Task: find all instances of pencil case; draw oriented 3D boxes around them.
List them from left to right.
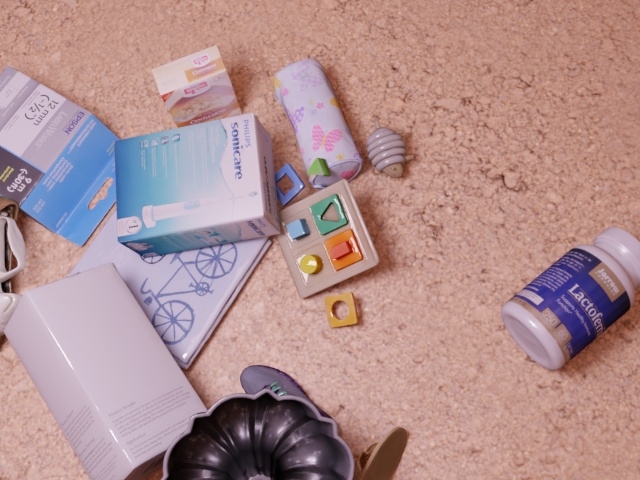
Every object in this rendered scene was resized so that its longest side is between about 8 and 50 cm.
[{"bbox_3d":[-0.009,-0.243,1.648,0.124,0.113,0.273,-26,69,11],"label":"pencil case"}]

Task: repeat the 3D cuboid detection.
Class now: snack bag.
[{"bbox_3d":[-0.320,0.046,1.613,0.342,0.037,0.323,27,74,16],"label":"snack bag"}]

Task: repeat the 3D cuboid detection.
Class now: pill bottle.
[{"bbox_3d":[0.478,0.102,1.461,0.264,0.153,0.153,-38,72,-9],"label":"pill bottle"}]

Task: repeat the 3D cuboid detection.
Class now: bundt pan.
[{"bbox_3d":[-0.111,0.405,1.333,0.330,0.124,0.331,0,89,-12],"label":"bundt pan"}]

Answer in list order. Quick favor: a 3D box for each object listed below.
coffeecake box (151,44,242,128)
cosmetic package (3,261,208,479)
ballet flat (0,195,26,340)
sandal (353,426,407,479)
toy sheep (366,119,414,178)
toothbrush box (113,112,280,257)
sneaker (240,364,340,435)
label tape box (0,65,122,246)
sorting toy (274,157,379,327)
[{"bbox_3d":[-0.254,-0.308,1.652,0.142,0.185,0.068,-21,70,-3],"label":"coffeecake box"},{"bbox_3d":[-0.382,0.243,1.426,0.197,0.155,0.366,-20,68,-47],"label":"cosmetic package"},{"bbox_3d":[-0.637,0.073,1.557,0.124,0.116,0.343,-3,81,19],"label":"ballet flat"},{"bbox_3d":[0.065,0.427,1.420,0.079,0.088,0.240,10,54,37],"label":"sandal"},{"bbox_3d":[0.138,-0.188,1.631,0.091,0.091,0.132,-21,75,-3],"label":"toy sheep"},{"bbox_3d":[-0.241,-0.105,1.552,0.295,0.126,0.217,-11,72,11],"label":"toothbrush box"},{"bbox_3d":[-0.058,0.297,1.467,0.223,0.098,0.083,33,76,15],"label":"sneaker"},{"bbox_3d":[-0.585,-0.180,1.675,0.347,0.115,0.249,29,76,16],"label":"label tape box"},{"bbox_3d":[0.000,0.000,1.537,0.196,0.047,0.348,-27,79,25],"label":"sorting toy"}]
